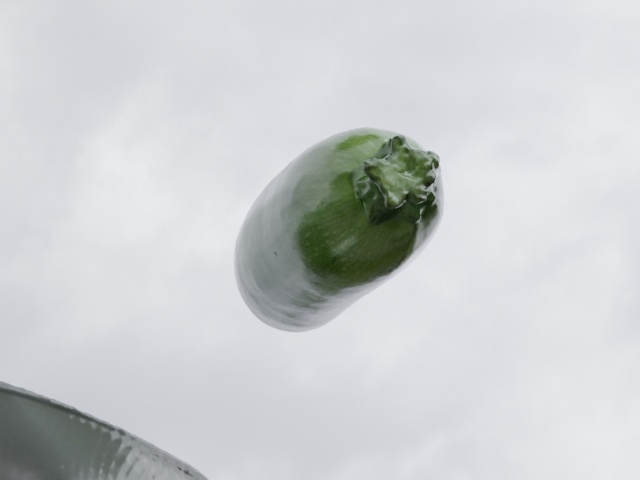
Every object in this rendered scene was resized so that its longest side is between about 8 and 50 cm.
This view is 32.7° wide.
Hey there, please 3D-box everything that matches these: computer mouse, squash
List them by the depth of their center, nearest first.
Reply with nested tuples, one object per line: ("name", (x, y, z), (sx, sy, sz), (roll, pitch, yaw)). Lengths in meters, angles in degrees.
("squash", (0.000, 0.000, 0.763), (0.107, 0.107, 0.395), (18, -15, -8))
("computer mouse", (-0.185, 0.227, 0.791), (0.095, 0.197, 0.331), (-5, -32, 45))
